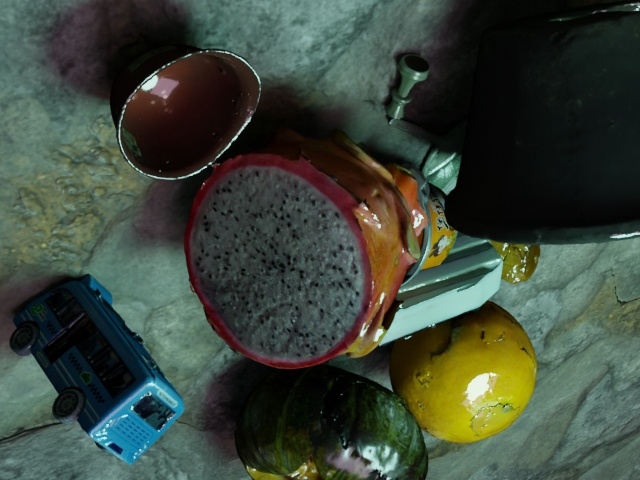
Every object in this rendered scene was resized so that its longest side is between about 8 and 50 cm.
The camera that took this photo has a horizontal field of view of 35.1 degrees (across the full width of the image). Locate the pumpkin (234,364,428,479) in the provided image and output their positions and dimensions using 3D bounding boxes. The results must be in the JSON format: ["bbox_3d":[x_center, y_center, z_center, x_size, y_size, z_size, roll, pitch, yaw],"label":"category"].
[{"bbox_3d":[0.009,0.324,1.635,0.320,0.192,0.320,13,150,8],"label":"pumpkin"}]

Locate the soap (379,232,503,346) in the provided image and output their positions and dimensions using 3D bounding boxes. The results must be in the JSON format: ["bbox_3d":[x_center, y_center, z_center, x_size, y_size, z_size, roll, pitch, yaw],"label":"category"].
[{"bbox_3d":[0.157,0.060,1.547,0.230,0.145,0.091,-17,140,-9],"label":"soap"}]

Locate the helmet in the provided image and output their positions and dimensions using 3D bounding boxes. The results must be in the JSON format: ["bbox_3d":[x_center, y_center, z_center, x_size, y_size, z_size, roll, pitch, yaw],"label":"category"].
[{"bbox_3d":[-0.164,-0.165,1.136,0.175,0.106,0.155,-34,140,-7],"label":"helmet"}]

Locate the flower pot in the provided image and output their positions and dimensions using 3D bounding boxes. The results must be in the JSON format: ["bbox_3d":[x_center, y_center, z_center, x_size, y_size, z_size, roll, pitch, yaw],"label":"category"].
[{"bbox_3d":[0.320,-0.162,1.296,0.379,0.379,0.251,-17,108,-17],"label":"flower pot"}]

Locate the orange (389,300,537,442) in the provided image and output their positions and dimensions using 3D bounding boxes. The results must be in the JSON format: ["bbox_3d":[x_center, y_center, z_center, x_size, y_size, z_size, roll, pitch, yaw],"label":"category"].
[{"bbox_3d":[0.236,0.213,1.683,0.246,0.246,0.246,-18,139,-16],"label":"orange"}]

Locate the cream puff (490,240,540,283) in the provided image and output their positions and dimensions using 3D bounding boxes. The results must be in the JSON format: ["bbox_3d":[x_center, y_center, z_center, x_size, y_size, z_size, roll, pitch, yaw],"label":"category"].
[{"bbox_3d":[0.303,0.012,1.635,0.122,0.094,0.116,58,48,-58],"label":"cream puff"}]

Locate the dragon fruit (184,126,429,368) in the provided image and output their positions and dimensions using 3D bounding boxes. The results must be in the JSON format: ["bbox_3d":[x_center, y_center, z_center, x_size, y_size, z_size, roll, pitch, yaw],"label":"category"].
[{"bbox_3d":[0.000,0.000,1.290,0.226,0.305,0.305,-29,154,-57],"label":"dragon fruit"}]

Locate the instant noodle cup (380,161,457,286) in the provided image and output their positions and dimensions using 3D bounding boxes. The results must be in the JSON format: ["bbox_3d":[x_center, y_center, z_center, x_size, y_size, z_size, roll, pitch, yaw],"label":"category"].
[{"bbox_3d":[0.115,-0.019,1.437,0.125,0.177,0.208,-4,155,-49],"label":"instant noodle cup"}]

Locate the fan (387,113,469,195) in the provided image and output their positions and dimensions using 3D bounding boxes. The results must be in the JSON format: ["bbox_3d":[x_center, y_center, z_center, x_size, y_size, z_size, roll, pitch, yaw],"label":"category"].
[{"bbox_3d":[0.233,-0.146,1.488,0.223,0.012,0.294,-32,142,0],"label":"fan"}]

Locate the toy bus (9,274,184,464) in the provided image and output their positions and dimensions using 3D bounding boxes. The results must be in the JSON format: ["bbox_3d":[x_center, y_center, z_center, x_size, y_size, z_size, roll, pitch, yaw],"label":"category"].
[{"bbox_3d":[-0.288,0.160,1.296,0.134,0.246,0.113,-42,141,-6],"label":"toy bus"}]

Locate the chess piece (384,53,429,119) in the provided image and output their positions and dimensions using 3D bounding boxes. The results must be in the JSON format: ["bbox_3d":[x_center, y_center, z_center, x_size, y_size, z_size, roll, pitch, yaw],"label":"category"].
[{"bbox_3d":[0.110,-0.199,1.336,0.042,0.042,0.093,-7,142,-27],"label":"chess piece"}]
